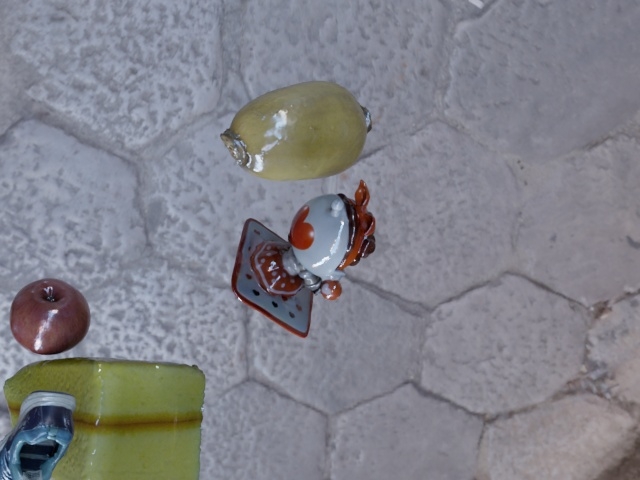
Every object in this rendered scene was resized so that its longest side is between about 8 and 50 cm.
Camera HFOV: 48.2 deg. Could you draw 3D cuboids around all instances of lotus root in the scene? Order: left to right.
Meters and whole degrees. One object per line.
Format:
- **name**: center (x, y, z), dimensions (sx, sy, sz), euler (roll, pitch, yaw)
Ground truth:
- **lotus root**: center (-0.019, -0.166, 1.084), dimensions (0.131, 0.303, 0.146), euler (12, 111, 39)

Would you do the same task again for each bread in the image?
- **bread**: center (-0.425, 0.335, 1.364), dimensions (0.245, 0.233, 0.361), euler (11, 169, -44)

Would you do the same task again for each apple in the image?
- **apple**: center (-0.529, 0.145, 1.397), dimensions (0.153, 0.153, 0.120), euler (15, 131, -12)

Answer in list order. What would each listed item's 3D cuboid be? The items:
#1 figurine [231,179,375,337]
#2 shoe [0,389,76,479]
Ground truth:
- **figurine**: center (0.000, 0.000, 1.101), dimensions (0.160, 0.183, 0.226), euler (35, 126, -24)
- **shoe**: center (-0.292, 0.219, 0.723), dimensions (0.064, 0.071, 0.143), euler (22, 113, -33)
